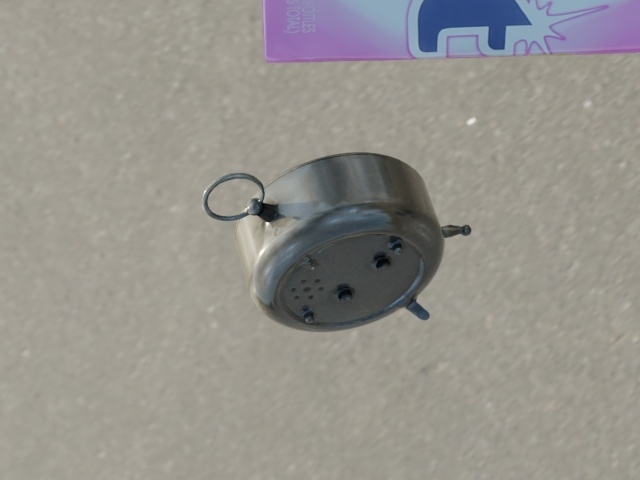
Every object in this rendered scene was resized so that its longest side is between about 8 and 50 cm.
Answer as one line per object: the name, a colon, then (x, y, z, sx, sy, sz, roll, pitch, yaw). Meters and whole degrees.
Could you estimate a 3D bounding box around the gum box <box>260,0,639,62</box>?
gum box: (0.038, -0.131, 0.373, 0.107, 0.062, 0.188, -2, 130, -1)

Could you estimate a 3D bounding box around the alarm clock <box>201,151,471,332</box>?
alarm clock: (0.000, 0.000, 1.155, 0.129, 0.192, 0.064, -40, 45, 28)
